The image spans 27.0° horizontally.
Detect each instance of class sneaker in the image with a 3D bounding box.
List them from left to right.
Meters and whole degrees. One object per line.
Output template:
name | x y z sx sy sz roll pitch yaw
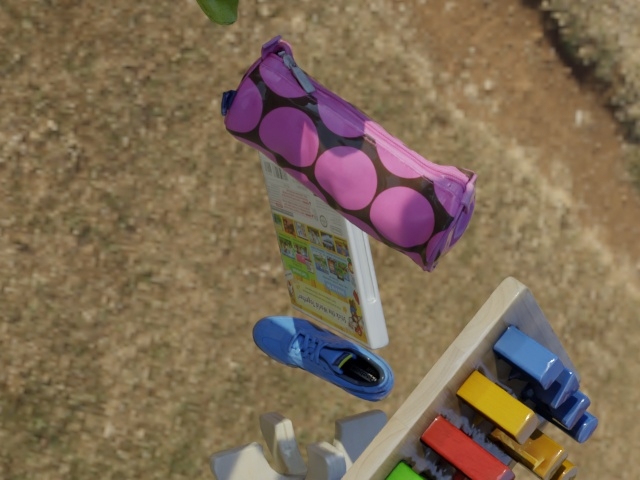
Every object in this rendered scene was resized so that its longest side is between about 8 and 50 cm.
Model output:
sneaker | 0.003 0.147 1.767 0.069 0.209 0.082 -63 166 -12

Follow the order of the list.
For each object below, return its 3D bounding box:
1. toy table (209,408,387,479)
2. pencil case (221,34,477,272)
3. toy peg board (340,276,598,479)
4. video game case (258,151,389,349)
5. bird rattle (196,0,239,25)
toy table | -0.015 0.333 1.789 0.252 0.274 0.161 -15 102 -33
pencil case | 0.026 -0.068 1.026 0.095 0.209 0.098 -52 174 -46
toy peg board | 0.114 0.133 0.810 0.160 0.079 0.161 -50 147 -6
video game case | 0.000 0.000 1.492 0.026 0.227 0.206 -18 106 -21
bird rattle | -0.088 -0.279 0.836 0.143 0.253 0.207 -38 159 9
